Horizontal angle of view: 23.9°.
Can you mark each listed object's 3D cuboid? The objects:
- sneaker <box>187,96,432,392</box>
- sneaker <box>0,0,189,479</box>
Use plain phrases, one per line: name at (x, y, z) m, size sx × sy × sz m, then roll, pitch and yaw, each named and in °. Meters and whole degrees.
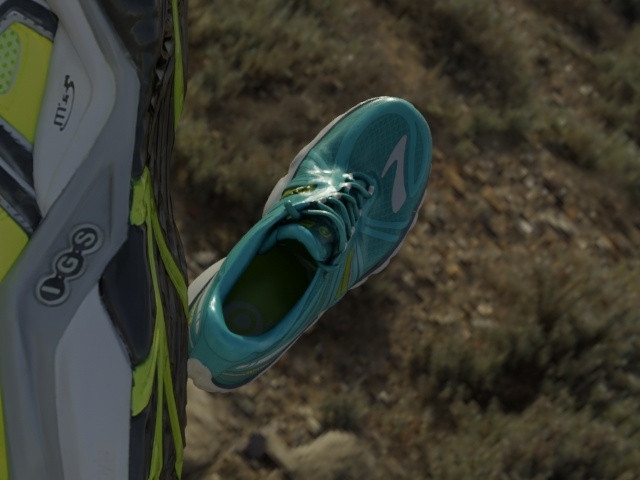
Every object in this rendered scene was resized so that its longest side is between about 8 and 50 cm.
sneaker at (0.000, 0.000, 1.092) m, size 0.107 × 0.110 × 0.275 m, roll 39°, pitch 67°, yaw -2°
sneaker at (-0.124, -0.063, 0.550) m, size 0.147 × 0.145 × 0.384 m, roll 1°, pitch 86°, yaw 2°
